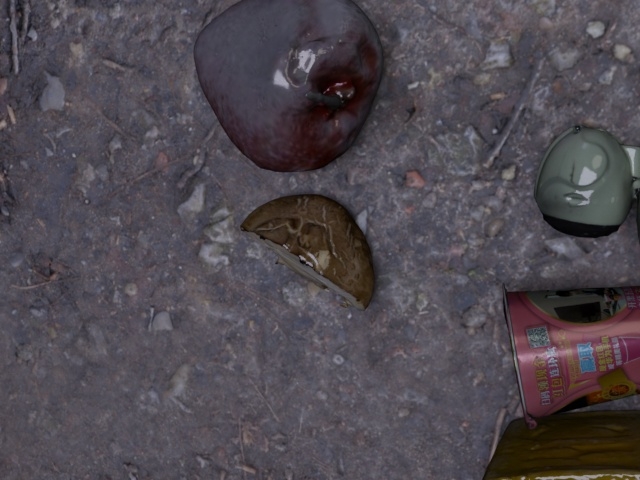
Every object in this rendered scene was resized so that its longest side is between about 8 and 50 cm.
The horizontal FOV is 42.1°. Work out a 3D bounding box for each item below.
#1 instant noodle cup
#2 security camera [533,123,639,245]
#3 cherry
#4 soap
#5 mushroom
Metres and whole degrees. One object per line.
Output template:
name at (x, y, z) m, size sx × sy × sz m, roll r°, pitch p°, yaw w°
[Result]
instant noodle cup at (0.438, 0.170, 1.356) m, size 0.255 × 0.244 × 0.243 m, roll -9°, pitch 92°, yaw 13°
security camera at (0.484, -0.081, 1.328) m, size 0.277 × 0.197 × 0.191 m, roll 14°, pitch 109°, yaw 24°
cherry at (-0.052, -0.295, 1.439) m, size 0.326 × 0.291 × 0.334 m, roll -47°, pitch 64°, yaw 35°
soap at (0.424, 0.386, 1.314) m, size 0.294 × 0.335 × 0.156 m, roll -10°, pitch 91°, yaw 22°
mushroom at (0.000, 0.000, 1.545) m, size 0.286 × 0.156 × 0.151 m, roll 34°, pitch 77°, yaw 13°
